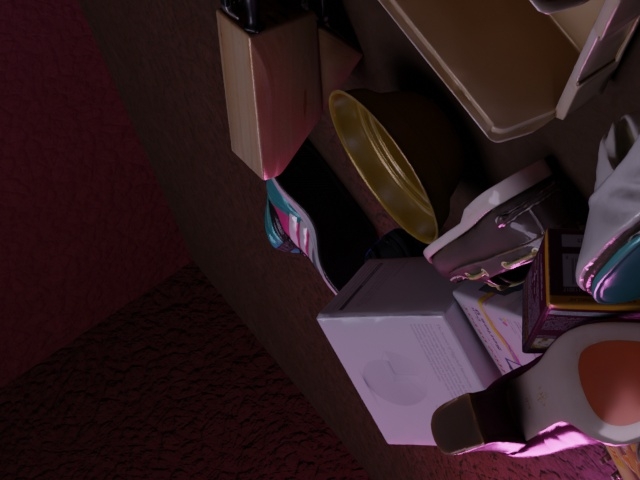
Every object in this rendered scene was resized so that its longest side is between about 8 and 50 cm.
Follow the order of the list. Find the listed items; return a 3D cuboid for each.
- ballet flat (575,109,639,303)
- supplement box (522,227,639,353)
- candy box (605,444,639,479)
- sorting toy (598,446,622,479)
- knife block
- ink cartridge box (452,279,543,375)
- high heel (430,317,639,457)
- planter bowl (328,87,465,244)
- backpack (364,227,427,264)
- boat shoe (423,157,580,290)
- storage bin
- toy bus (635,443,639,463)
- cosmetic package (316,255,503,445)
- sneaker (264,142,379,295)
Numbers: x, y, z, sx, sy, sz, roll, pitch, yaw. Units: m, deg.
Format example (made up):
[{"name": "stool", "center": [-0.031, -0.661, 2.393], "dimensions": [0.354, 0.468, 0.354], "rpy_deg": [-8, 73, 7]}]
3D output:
[{"name": "ballet flat", "center": [0.286, -0.068, 1.239], "dimensions": [0.139, 0.139, 0.400], "rpy_deg": [53, 164, 12]}, {"name": "supplement box", "center": [0.266, 0.055, 1.588], "dimensions": [0.188, 0.104, 0.080], "rpy_deg": [93, 179, -71]}, {"name": "candy box", "center": [0.416, 0.285, 1.701], "dimensions": [0.316, 0.087, 0.183], "rpy_deg": [60, 168, -17]}, {"name": "sorting toy", "center": [0.388, 0.278, 1.902], "dimensions": [0.274, 0.046, 0.132], "rpy_deg": [55, 168, 5]}, {"name": "knife block", "center": [-0.079, -0.238, 1.924], "dimensions": [0.242, 0.275, 0.088], "rpy_deg": [26, -167, -43]}, {"name": "ink cartridge box", "center": [0.262, 0.111, 1.838], "dimensions": [0.154, 0.093, 0.212], "rpy_deg": [59, 170, -16]}, {"name": "high heel", "center": [0.294, 0.146, 1.601], "dimensions": [0.377, 0.181, 0.127], "rpy_deg": [-18, 80, 49]}, {"name": "planter bowl", "center": [0.107, -0.109, 1.863], "dimensions": [0.217, 0.090, 0.217], "rpy_deg": [52, 168, 16]}, {"name": "backpack", "center": [0.123, 0.050, 2.218], "dimensions": [0.120, 0.098, 0.101], "rpy_deg": [50, -173, 21]}, {"name": "boat shoe", "center": [0.201, 0.004, 1.751], "dimensions": [0.096, 0.117, 0.324], "rpy_deg": [58, 163, 7]}, {"name": "storage bin", "center": [0.140, -0.241, 1.300], "dimensions": [0.260, 0.123, 0.262], "rpy_deg": [53, 168, 13]}, {"name": "toy bus", "center": [0.406, 0.216, 1.472], "dimensions": [0.202, 0.104, 0.191], "rpy_deg": [-99, 30, -46]}, {"name": "cosmetic package", "center": [0.157, 0.144, 2.054], "dimensions": [0.225, 0.138, 0.224], "rpy_deg": [-3, 124, 46]}, {"name": "sneaker", "center": [0.000, 0.000, 2.497], "dimensions": [0.295, 0.124, 0.178], "rpy_deg": [61, 165, 14]}]
